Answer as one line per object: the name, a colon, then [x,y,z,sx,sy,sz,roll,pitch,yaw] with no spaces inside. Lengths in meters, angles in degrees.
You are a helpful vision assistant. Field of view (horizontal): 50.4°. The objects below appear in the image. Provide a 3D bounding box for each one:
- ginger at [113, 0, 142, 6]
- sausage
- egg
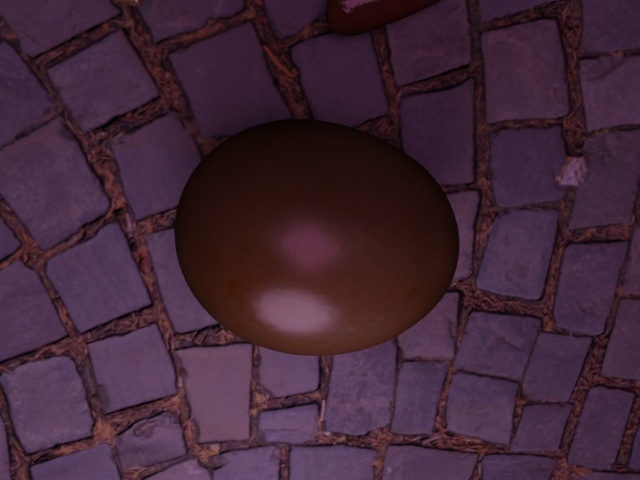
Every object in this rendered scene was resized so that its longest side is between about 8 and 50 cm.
ginger: [-0.307,-0.401,0.799,0.089,0.075,0.288,-37,106,24]
sausage: [0.097,-0.337,0.931,0.194,0.077,0.077,-23,106,-4]
egg: [0.000,0.000,0.882,0.374,0.301,0.301,15,101,-15]
